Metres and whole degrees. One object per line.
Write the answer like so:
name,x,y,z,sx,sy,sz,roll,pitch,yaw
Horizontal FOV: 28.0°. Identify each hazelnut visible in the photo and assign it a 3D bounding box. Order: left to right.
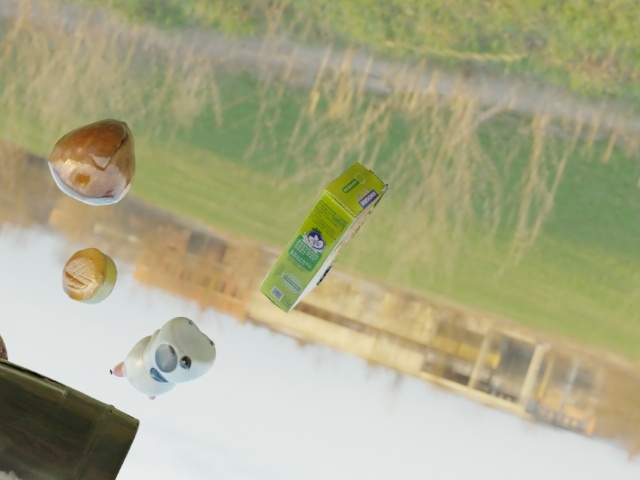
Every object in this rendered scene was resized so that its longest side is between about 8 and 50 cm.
hazelnut,-0.367,-0.132,2.072,0.150,0.150,0.150,19,176,2

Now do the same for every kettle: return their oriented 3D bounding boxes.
kettle,-0.421,0.273,1.494,0.324,0.321,0.228,28,-164,-5

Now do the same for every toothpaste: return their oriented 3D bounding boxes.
toothpaste,0.000,0.000,2.282,0.077,0.110,0.327,43,138,7

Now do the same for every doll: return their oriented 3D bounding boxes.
doll,-0.262,0.203,2.194,0.110,0.107,0.180,45,138,-18

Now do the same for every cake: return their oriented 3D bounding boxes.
cake,-0.339,0.052,1.876,0.084,0.084,0.044,17,174,33

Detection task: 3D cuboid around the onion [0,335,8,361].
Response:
onion,-0.535,0.167,1.777,0.120,0.227,0.283,-5,145,26
